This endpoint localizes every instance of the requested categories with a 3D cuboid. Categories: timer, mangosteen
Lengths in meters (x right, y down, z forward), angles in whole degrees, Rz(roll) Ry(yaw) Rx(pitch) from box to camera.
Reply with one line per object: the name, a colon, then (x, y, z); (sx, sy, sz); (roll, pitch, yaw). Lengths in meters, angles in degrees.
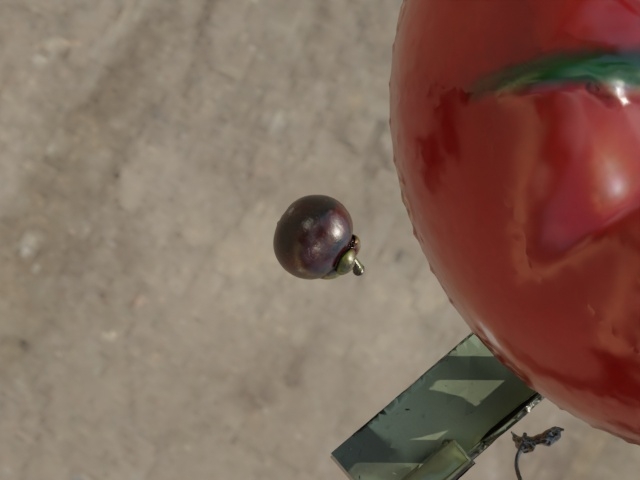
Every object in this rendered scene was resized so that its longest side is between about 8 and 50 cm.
timer: (0.224, -0.073, 0.978); (0.378, 0.378, 0.279); (-63, 179, 0)
mangosteen: (-0.003, -0.002, 1.714); (0.081, 0.081, 0.081); (-30, 134, -37)

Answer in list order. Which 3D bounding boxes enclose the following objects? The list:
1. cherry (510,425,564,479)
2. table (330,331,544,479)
cherry: (0.221, 0.261, 1.627); (0.090, 0.107, 0.225); (21, 56, -51)
table: (0.081, 0.117, 1.251); (0.146, 0.062, 0.175); (-40, 176, -6)
